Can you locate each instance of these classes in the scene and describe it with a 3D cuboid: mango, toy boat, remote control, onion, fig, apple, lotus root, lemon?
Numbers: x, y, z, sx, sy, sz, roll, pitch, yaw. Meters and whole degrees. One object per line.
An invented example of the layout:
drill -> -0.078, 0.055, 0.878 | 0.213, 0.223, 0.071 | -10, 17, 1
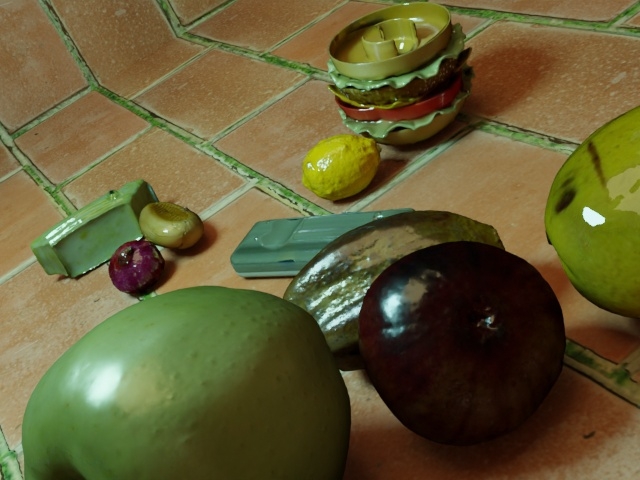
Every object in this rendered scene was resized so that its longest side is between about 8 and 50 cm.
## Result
mango -> 0.475, -0.069, 1.063 | 0.445, 0.220, 0.301 | -25, 27, -1
toy boat -> -0.450, -0.021, 1.877 | 0.276, 0.111, 0.084 | -32, 34, -14
remote control -> 0.000, 0.000, 1.508 | 0.335, 0.065, 0.128 | -4, 40, 37
onion -> -0.343, 0.046, 1.699 | 0.107, 0.097, 0.107 | -12, 51, 15
fig -> 0.157, 0.113, 1.047 | 0.235, 0.235, 0.214 | -24, -2, 7
apple -> -0.136, 0.222, 1.005 | 0.357, 0.357, 0.357 | -21, 30, 13
lotus root -> 0.108, 0.062, 1.227 | 0.291, 0.193, 0.193 | -26, 29, 8
lemon -> 0.038, -0.134, 1.640 | 0.155, 0.114, 0.114 | -26, 29, 4

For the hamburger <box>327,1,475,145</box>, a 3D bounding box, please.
hamburger -> 0.151, -0.294, 1.696 | 0.275, 0.212, 0.274 | -14, 34, 9

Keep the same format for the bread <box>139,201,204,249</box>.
bread -> -0.290, -0.024, 1.768 | 0.114, 0.077, 0.189 | -14, 19, -21
